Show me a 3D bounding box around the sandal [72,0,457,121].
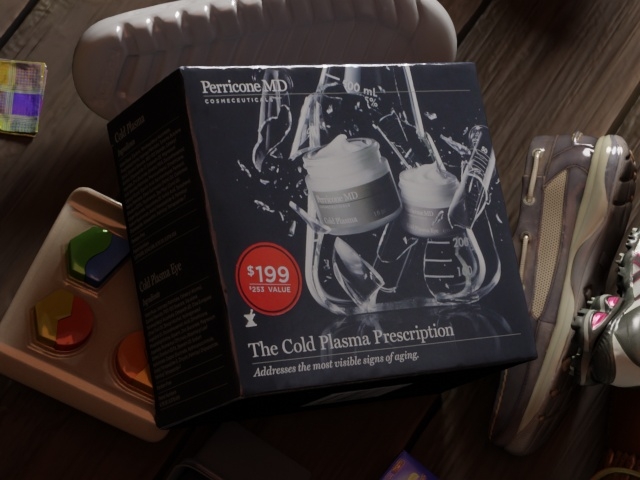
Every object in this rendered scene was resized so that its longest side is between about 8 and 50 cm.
[{"bbox_3d":[-0.058,-0.218,1.823,0.416,0.169,0.102,-4,36,-15],"label":"sandal"}]

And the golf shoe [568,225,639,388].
[{"bbox_3d":[0.352,0.068,1.771,0.120,0.105,0.273,11,39,25],"label":"golf shoe"}]

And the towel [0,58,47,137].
[{"bbox_3d":[-0.323,-0.152,1.816,0.060,0.009,0.083,8,74,-8],"label":"towel"}]

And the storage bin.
[{"bbox_3d":[-0.079,0.249,1.712,0.135,0.098,0.091,34,45,2],"label":"storage bin"}]

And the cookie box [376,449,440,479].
[{"bbox_3d":[0.095,0.283,1.749,0.107,0.040,0.092,40,74,4],"label":"cookie box"}]

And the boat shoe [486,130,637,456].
[{"bbox_3d":[0.229,0.051,1.806,0.130,0.132,0.355,14,75,22],"label":"boat shoe"}]

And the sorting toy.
[{"bbox_3d":[-0.199,0.069,1.688,0.193,0.038,0.208,25,66,-2],"label":"sorting toy"}]

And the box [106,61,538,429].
[{"bbox_3d":[0.000,0.000,1.678,0.343,0.179,0.312,-5,77,-32],"label":"box"}]

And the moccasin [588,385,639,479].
[{"bbox_3d":[0.288,0.307,1.735,0.147,0.139,0.380,15,82,-14],"label":"moccasin"}]
